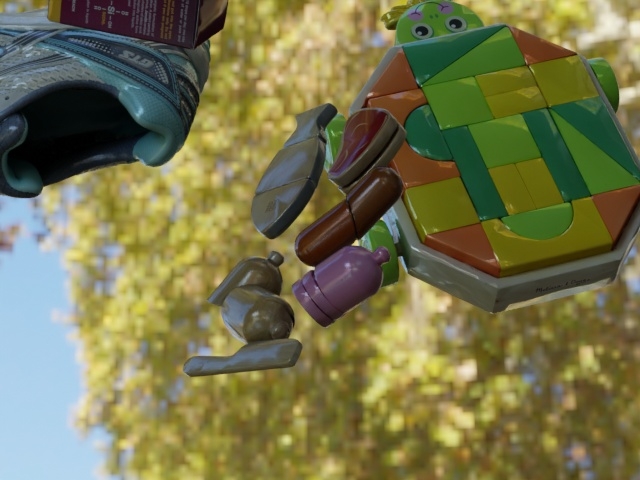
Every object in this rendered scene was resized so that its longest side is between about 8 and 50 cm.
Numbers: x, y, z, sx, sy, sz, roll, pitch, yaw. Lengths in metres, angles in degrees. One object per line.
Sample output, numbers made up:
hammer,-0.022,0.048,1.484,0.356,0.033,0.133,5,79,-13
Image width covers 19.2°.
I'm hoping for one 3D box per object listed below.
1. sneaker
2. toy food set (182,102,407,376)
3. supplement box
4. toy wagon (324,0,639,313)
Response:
sneaker,-0.209,-0.084,1.140,0.283,0.122,0.110,-7,-46,6
toy food set,0.000,0.000,0.658,0.078,0.122,0.019,-9,-44,46
supplement box,-0.095,-0.134,1.000,0.083,0.055,0.043,12,-69,12
toy wagon,0.135,-0.095,1.622,0.267,0.344,0.068,-13,-33,-13
